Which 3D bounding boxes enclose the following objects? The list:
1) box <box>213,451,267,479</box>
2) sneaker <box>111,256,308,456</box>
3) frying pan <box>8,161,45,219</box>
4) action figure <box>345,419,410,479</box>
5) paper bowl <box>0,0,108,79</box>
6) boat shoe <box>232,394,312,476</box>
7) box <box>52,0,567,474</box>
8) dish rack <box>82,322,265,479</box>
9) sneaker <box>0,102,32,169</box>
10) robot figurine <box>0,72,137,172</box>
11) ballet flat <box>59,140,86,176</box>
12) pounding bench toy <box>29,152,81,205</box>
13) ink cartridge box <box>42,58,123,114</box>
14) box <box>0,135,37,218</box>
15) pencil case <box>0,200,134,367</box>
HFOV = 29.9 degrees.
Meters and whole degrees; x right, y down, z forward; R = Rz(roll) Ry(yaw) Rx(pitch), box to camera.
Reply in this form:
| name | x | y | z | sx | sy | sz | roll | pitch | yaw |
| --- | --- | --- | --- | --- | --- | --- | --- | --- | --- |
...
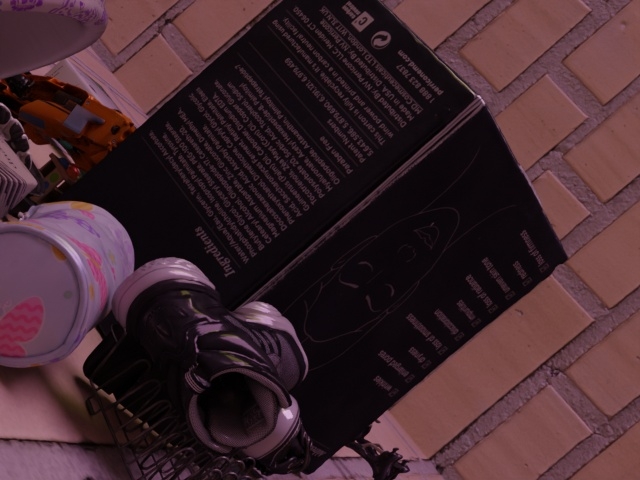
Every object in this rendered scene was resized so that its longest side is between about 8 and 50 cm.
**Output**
| name | x | y | z | sx | sy | sz | roll | pitch | yaw |
| --- | --- | --- | --- | --- | --- | --- | --- | --- | --- |
| box | -0.058 | 0.286 | 1.281 | 0.137 | 0.027 | 0.094 | 47 | 1 | -36 |
| sneaker | -0.072 | 0.124 | 1.066 | 0.268 | 0.101 | 0.153 | 39 | 14 | -54 |
| frying pan | -0.344 | -0.068 | 1.338 | 0.326 | 0.053 | 0.197 | 51 | 4 | 3 |
| action figure | 0.038 | 0.275 | 1.976 | 0.276 | 0.141 | 0.164 | 66 | 8 | 14 |
| paper bowl | -0.315 | -0.208 | 0.919 | 0.284 | 0.284 | 0.148 | -1 | 80 | -87 |
| boat shoe | -0.045 | 0.223 | 1.305 | 0.076 | 0.080 | 0.228 | 35 | -22 | -2 |
| box | 0.000 | 0.000 | 1.497 | 0.297 | 0.472 | 0.480 | 49 | 2 | 30 |
| dish rack | -0.108 | 0.207 | 1.065 | 0.208 | 0.074 | 0.271 | 47 | 4 | -38 |
| sneaker | -0.385 | -0.139 | 1.142 | 0.279 | 0.107 | 0.118 | 49 | -5 | -39 |
| robot figurine | -0.335 | -0.150 | 1.527 | 0.291 | 0.085 | 0.211 | 25 | -13 | 25 |
| ballet flat | -0.361 | -0.153 | 1.884 | 0.232 | 0.080 | 0.073 | 49 | 41 | 3 |
| pounding bench toy | -0.316 | -0.055 | 1.467 | 0.083 | 0.065 | 0.052 | 51 | 3 | 32 |
| ink cartridge box | -0.379 | -0.186 | 2.064 | 0.219 | 0.092 | 0.160 | 50 | 3 | 17 |
| box | -0.330 | -0.062 | 0.958 | 0.113 | 0.094 | 0.275 | 50 | 3 | 1 |
| pencil case | -0.235 | 0.028 | 1.041 | 0.124 | 0.113 | 0.273 | 59 | 2 | -7 |
